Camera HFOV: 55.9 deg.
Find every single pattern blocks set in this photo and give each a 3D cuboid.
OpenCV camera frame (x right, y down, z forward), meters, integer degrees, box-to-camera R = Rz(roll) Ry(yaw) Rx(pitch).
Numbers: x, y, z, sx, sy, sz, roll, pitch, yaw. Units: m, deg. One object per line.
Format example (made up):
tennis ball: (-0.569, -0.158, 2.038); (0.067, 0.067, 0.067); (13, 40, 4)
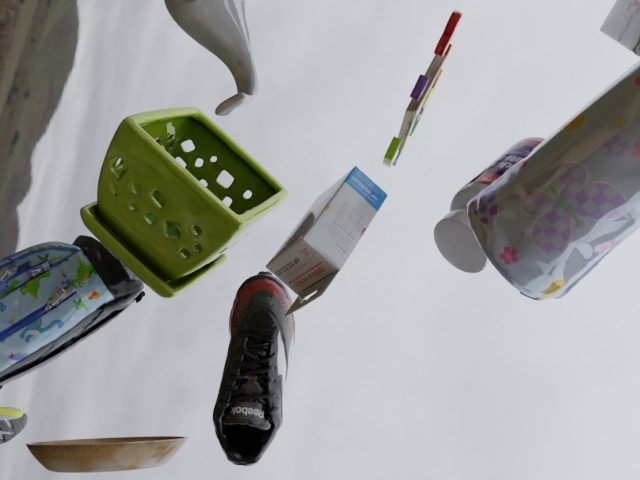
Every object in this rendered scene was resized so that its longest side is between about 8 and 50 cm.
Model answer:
pattern blocks set: (0.197, -0.271, 1.183); (0.285, 0.026, 0.325); (-63, 174, -2)

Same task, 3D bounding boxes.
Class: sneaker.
sneaker: (-0.090, 0.185, 0.832); (0.135, 0.098, 0.276); (-110, -151, -80)
sneaker: (-0.572, 0.270, 0.953); (0.094, 0.209, 0.081); (-99, -163, -46)

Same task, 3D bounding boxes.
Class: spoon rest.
spoon rest: (-0.155, -0.314, 0.893); (0.137, 0.084, 0.276); (-22, -99, 25)

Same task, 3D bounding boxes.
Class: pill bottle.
pill bottle: (0.235, -0.044, 0.774); (0.108, 0.193, 0.108); (37, -32, 27)

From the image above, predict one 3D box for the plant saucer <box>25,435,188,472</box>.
plant saucer: (-0.115, 0.116, 0.327); (0.083, 0.083, 0.015); (-27, -119, 56)

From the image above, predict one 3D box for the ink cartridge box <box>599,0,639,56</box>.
ink cartridge box: (0.463, -0.283, 0.760); (0.176, 0.128, 0.127); (-73, -172, -59)

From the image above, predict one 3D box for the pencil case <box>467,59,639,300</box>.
pencil case: (0.258, -0.064, 0.514); (0.273, 0.124, 0.113); (-42, 180, 30)

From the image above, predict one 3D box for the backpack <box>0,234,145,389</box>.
backpack: (-0.547, 0.132, 1.120); (0.355, 0.273, 0.290); (-49, -162, -20)

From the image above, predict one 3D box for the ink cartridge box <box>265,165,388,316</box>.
ink cartridge box: (0.000, 0.000, 0.759); (0.104, 0.061, 0.181); (-36, -165, 52)

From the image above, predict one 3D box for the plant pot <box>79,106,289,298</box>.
plant pot: (-0.219, -0.055, 0.951); (0.207, 0.227, 0.228); (-48, 179, 23)
